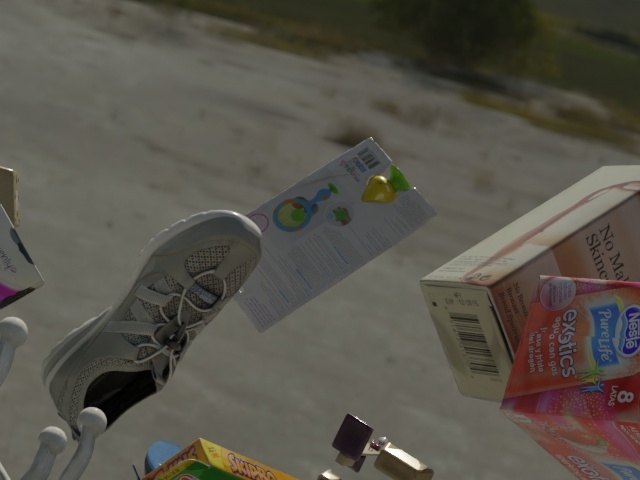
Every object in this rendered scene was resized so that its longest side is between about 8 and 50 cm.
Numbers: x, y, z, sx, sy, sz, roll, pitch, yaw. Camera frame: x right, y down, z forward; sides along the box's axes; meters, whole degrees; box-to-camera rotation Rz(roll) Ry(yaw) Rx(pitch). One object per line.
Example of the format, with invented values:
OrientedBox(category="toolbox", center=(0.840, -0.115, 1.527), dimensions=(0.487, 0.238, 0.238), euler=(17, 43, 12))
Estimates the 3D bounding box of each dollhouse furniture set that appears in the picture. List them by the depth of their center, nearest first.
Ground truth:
OrientedBox(category="dollhouse furniture set", center=(0.072, 0.253, 1.856), dimensions=(0.114, 0.091, 0.081), euler=(29, 8, 29))

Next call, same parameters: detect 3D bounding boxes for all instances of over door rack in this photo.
OrientedBox(category="over door rack", center=(-0.263, 0.077, 1.173), dimensions=(0.324, 0.108, 0.239), euler=(30, -20, 45))

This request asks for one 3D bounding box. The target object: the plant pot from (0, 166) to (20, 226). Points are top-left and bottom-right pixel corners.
OrientedBox(category="plant pot", center=(-0.454, -0.056, 2.310), dimensions=(0.096, 0.109, 0.109), euler=(-3, -2, -4))

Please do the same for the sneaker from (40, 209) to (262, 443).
OrientedBox(category="sneaker", center=(-0.150, 0.091, 1.663), dimensions=(0.105, 0.281, 0.115), euler=(30, 22, -37))

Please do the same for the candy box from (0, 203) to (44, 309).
OrientedBox(category="candy box", center=(-0.367, -0.006, 1.716), dimensions=(0.071, 0.159, 0.233), euler=(-32, 9, -21))

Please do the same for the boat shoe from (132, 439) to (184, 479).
OrientedBox(category="boat shoe", center=(-0.202, 0.341, 2.236), dimensions=(0.109, 0.089, 0.258), euler=(21, 14, -8))

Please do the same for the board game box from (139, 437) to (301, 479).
OrientedBox(category="board game box", center=(-0.075, 0.230, 1.393), dimensions=(0.259, 0.124, 0.039), euler=(30, 29, -52))

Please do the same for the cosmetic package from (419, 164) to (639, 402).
OrientedBox(category="cosmetic package", center=(0.273, 0.045, 1.895), dimensions=(0.296, 0.153, 0.129), euler=(-32, 18, -29))

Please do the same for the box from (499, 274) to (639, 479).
OrientedBox(category="box", center=(0.317, 0.163, 1.642), dimensions=(0.154, 0.142, 0.300), euler=(3, -26, 37))

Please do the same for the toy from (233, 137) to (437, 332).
OrientedBox(category="toy", center=(0.000, 0.000, 1.932), dimensions=(0.137, 0.237, 0.056), euler=(51, -8, 31))
